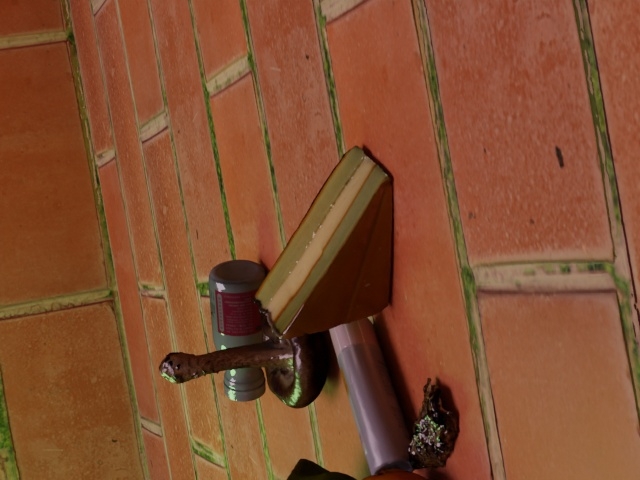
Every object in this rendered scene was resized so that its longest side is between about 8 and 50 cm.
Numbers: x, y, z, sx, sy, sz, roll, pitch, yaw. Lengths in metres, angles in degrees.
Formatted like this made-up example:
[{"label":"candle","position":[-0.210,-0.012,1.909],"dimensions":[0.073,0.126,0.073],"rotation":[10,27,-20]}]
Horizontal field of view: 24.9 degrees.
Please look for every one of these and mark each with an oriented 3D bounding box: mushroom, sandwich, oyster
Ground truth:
[{"label":"mushroom","position":[-0.110,0.169,2.010],"dimensions":[0.227,0.218,0.148],"rotation":[172,89,-73]},{"label":"sandwich","position":[0.000,0.000,1.690],"dimensions":[0.117,0.144,0.187],"rotation":[-131,35,-56]},{"label":"oyster","position":[0.122,0.214,1.602],"dimensions":[0.086,0.029,0.132],"rotation":[-129,34,-58]}]

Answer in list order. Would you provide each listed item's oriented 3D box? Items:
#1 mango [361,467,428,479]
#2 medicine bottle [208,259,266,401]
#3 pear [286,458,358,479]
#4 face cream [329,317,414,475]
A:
[{"label":"mango","position":[0.107,0.348,1.600],"dimensions":[0.219,0.112,0.144],"rotation":[53,139,35]},{"label":"medicine bottle","position":[-0.124,0.143,2.263],"dimensions":[0.090,0.090,0.216],"rotation":[-129,33,-59]},{"label":"pear","position":[0.008,0.405,1.822],"dimensions":[0.286,0.176,0.281],"rotation":[-56,-15,-62]},{"label":"face cream","position":[0.060,0.183,1.721],"dimensions":[0.084,0.057,0.198],"rotation":[51,-162,-58]}]
